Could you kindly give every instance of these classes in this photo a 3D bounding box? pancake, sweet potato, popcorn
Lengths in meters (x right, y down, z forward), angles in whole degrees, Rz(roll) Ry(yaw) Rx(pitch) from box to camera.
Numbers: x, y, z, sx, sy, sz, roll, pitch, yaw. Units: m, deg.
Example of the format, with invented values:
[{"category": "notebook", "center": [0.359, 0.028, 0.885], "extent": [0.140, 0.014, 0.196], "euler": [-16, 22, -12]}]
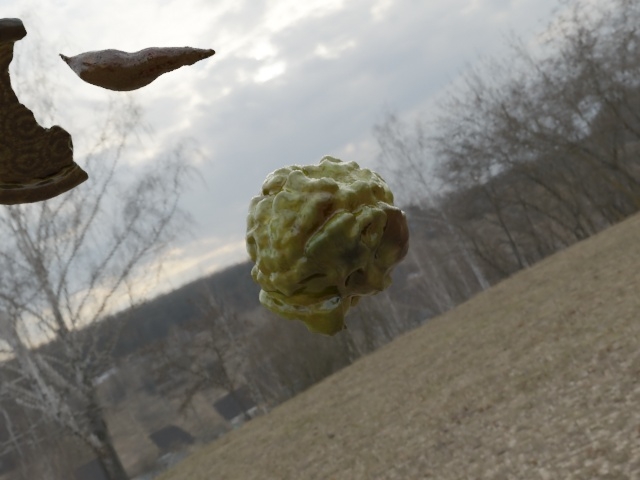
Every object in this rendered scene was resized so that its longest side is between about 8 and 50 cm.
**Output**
[{"category": "pancake", "center": [-0.295, -0.112, 0.736], "extent": [0.190, 0.020, 0.184], "euler": [27, -77, -47]}, {"category": "sweet potato", "center": [-0.265, -0.250, 1.109], "extent": [0.226, 0.068, 0.068], "euler": [-5, -6, -7]}, {"category": "popcorn", "center": [0.003, 0.000, 0.923], "extent": [0.218, 0.189, 0.169], "euler": [-7, 30, -35]}]
